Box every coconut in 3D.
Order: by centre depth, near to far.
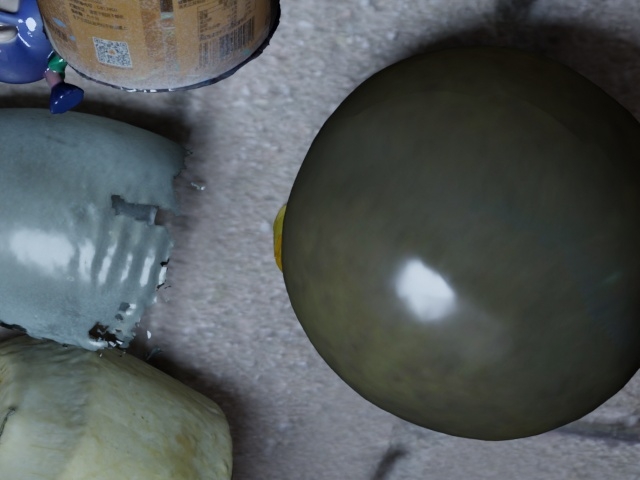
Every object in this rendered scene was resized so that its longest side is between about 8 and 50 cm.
[{"bbox_3d":[-0.220,0.239,1.648,0.323,0.323,0.323,0,135,0],"label":"coconut"}]

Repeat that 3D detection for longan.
[{"bbox_3d":[0.128,0.003,1.414,0.318,0.319,0.319,0,135,0],"label":"longan"}]

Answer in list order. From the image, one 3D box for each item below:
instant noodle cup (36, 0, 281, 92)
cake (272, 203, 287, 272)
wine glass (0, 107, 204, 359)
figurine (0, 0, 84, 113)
[{"bbox_3d":[-0.114,-0.230,1.238,0.217,0.217,0.207,-1,139,0],"label":"instant noodle cup"},{"bbox_3d":[0.000,0.000,1.574,0.084,0.044,0.084,0,133,0],"label":"cake"},{"bbox_3d":[-0.272,-0.029,1.452,0.357,0.190,0.190,17,132,-11],"label":"wine glass"},{"bbox_3d":[-0.254,-0.177,1.371,0.195,0.111,0.102,22,113,-16],"label":"figurine"}]
